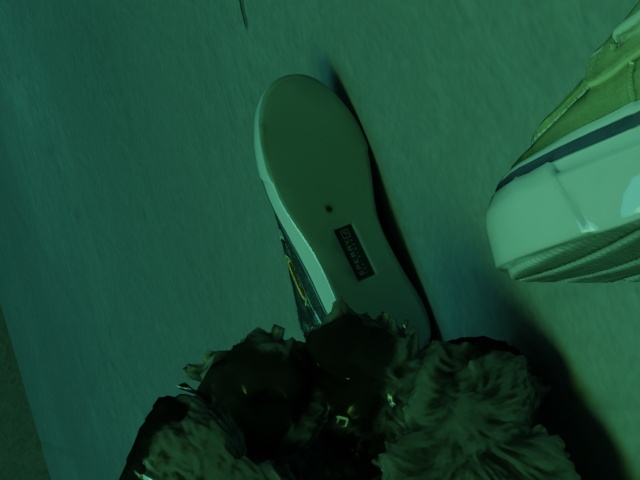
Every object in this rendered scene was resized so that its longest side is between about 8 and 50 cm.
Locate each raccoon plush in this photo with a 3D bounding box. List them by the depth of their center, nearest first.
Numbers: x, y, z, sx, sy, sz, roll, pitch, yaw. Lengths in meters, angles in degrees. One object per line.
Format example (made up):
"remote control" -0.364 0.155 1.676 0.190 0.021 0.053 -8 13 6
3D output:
"raccoon plush" 0.015 0.251 0.858 0.299 0.216 0.446 92 172 -54

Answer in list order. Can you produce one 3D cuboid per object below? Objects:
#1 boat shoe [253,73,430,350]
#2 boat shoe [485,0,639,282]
"boat shoe" 0.000 0.000 1.001 0.183 0.065 0.083 69 159 10
"boat shoe" 0.146 -0.057 0.539 0.302 0.109 0.094 147 122 -61
